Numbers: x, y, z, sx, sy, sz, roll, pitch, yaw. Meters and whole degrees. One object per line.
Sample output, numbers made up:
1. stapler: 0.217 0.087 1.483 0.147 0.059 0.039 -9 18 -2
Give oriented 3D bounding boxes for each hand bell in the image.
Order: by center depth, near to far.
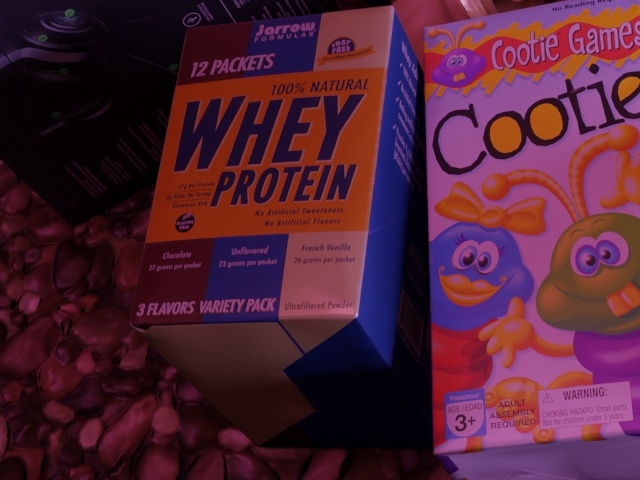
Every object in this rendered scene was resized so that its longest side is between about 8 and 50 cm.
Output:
1. hand bell: 0.012 -0.102 0.990 0.242 0.126 0.126 -28 55 20

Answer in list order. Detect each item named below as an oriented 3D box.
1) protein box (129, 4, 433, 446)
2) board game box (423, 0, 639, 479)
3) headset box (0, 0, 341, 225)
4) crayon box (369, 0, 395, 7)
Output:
1. protein box: 0.000 0.000 0.863 0.135 0.200 0.201 -3 61 20
2. board game box: 0.147 0.010 0.830 0.144 0.142 0.275 -9 61 17
3. headset box: -0.146 -0.166 0.989 0.283 0.246 0.131 -29 56 6
4. crayon box: 0.049 -0.301 0.963 0.165 0.278 0.081 -46 57 -7
